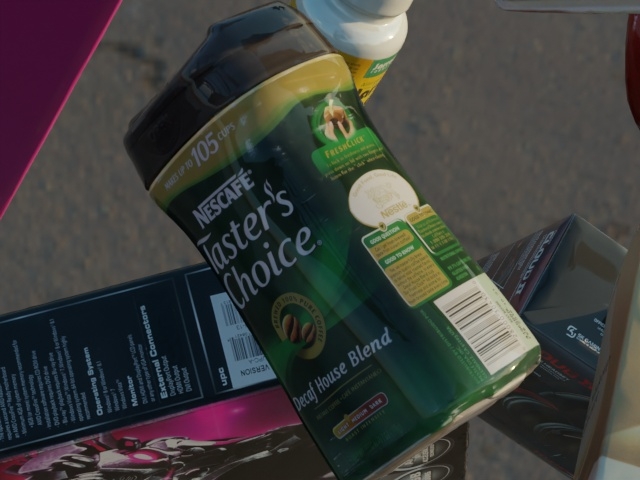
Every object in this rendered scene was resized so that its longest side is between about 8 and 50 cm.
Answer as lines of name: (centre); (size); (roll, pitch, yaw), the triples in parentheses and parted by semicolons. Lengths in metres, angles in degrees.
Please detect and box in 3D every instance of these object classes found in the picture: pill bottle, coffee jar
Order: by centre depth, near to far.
coffee jar: (0.000, 0.000, 0.736); (0.079, 0.096, 0.184); (-26, 78, -42)
pill bottle: (0.014, -0.194, 1.795); (0.117, 0.208, 0.118); (17, 43, -17)

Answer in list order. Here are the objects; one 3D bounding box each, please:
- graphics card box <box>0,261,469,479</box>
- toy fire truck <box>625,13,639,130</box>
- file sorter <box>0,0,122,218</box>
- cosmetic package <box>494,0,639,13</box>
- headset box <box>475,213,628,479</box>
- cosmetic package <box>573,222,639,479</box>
graphics card box: (-0.098, 0.110, 1.070); (0.370, 0.233, 0.094); (-15, 62, -5)
toy fire truck: (0.267, -0.063, 0.903); (0.169, 0.254, 0.302); (8, 40, 25)
file sorter: (-0.163, -0.122, 0.461); (0.202, 0.290, 0.182); (7, 68, -19)
cosmetic package: (0.188, -0.209, 0.742); (0.129, 0.153, 0.296); (6, 27, 42)
headset box: (0.228, 0.100, 1.566); (0.218, 0.293, 0.110); (34, 70, -10)
cosmetic package: (0.100, 0.050, 0.534); (0.041, 0.060, 0.115); (15, 48, 4)
